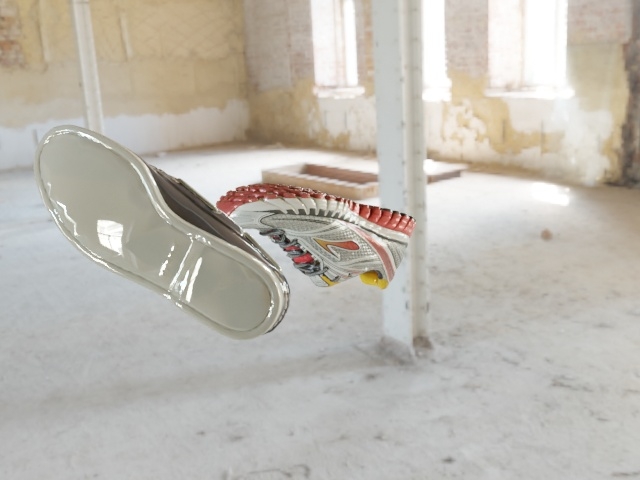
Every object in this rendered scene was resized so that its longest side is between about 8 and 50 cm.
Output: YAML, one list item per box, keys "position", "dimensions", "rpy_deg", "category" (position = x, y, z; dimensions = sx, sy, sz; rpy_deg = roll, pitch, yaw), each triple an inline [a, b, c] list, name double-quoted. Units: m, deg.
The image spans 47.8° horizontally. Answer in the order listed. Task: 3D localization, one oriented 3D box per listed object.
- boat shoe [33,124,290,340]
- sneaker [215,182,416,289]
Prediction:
- position: [-0.106, -0.006, 0.494]
  dimensions: [0.206, 0.075, 0.065]
  rpy_deg: [36, 10, 11]
  category: "boat shoe"
- position: [0.000, 0.000, 0.700]
  dimensions: [0.225, 0.093, 0.088]
  rpy_deg: [13, 2, -34]
  category: "sneaker"
